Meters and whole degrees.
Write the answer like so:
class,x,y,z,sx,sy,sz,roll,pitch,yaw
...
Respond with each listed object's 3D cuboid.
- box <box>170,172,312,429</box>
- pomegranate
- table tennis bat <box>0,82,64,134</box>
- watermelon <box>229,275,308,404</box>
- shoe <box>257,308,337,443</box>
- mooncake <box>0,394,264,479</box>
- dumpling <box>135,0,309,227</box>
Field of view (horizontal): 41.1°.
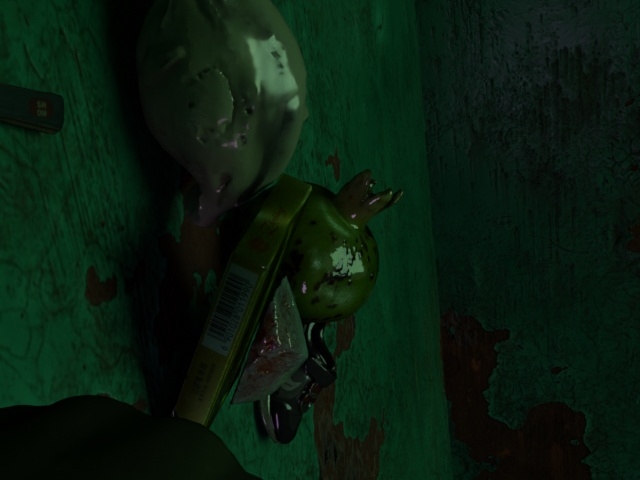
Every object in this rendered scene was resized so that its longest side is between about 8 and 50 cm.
class,x,y,z,sx,sy,sz,roll,pitch,yaw
box,-0.096,0.092,0.957,0.173,0.043,0.311,-63,177,-55
pomegranate,0.000,0.000,1.176,0.211,0.263,0.211,40,18,-16
table tennis bat,-0.289,-0.113,0.624,0.301,0.022,0.173,5,85,-70
watermelon,-0.065,0.138,1.067,0.094,0.081,0.180,-21,134,-53
shoe,-0.028,0.189,1.277,0.099,0.112,0.227,29,61,-71
mooncake,-0.162,0.273,0.505,0.187,0.351,0.351,-23,112,-74
dumpling,-0.094,-0.183,0.950,0.243,0.187,0.318,-61,153,-62
